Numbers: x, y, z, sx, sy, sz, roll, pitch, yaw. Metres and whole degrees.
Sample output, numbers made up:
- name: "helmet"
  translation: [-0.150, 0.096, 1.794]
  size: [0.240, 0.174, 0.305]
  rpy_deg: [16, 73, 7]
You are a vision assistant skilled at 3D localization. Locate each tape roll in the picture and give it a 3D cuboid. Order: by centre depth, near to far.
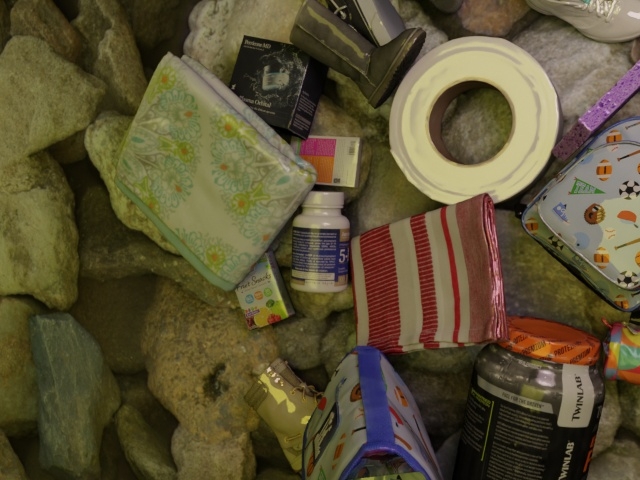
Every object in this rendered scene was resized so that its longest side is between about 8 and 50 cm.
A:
- name: "tape roll"
  translation: [0.263, -0.197, 1.133]
  size: [0.286, 0.100, 0.287]
  rpy_deg: [2, 96, 24]

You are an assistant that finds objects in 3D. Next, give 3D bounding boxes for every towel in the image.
- name: "towel"
  translation: [0.168, 0.072, 1.139]
  size: [0.329, 0.037, 0.237]
  rpy_deg: [-18, 71, 48]
- name: "towel"
  translation: [-0.224, -0.128, 1.276]
  size: [0.374, 0.090, 0.321]
  rpy_deg: [43, 123, 8]

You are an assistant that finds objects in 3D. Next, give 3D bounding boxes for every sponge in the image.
- name: "sponge"
  translation: [0.444, -0.213, 0.995]
  size: [0.210, 0.117, 0.031]
  rpy_deg: [-42, 78, -9]

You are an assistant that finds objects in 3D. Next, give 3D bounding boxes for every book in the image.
- name: "book"
  translation: [0.007, -0.156, 1.288]
  size: [0.144, 0.035, 0.096]
  rpy_deg: [7, 93, 23]

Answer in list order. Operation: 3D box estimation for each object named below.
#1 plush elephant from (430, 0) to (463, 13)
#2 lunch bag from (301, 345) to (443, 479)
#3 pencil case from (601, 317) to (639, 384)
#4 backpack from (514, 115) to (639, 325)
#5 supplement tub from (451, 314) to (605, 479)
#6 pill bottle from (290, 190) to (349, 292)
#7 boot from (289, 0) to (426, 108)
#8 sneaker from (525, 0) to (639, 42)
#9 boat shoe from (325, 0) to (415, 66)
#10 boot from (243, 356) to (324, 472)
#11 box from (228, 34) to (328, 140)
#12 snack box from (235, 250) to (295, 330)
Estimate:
- name: "plush elephant"
  translation: [0.251, -0.589, 1.044]
  size: [0.271, 0.256, 0.330]
  rpy_deg: [35, 152, -21]
- name: "lunch bag"
  translation: [0.090, 0.405, 1.070]
  size: [0.238, 0.328, 0.386]
  rpy_deg: [-6, 108, 1]
- name: "pencil case"
  translation: [0.559, 0.188, 1.032]
  size: [0.236, 0.104, 0.105]
  rpy_deg: [8, 97, 22]
- name: "backpack"
  translation: [0.470, -0.052, 1.002]
  size: [0.276, 0.213, 0.263]
  rpy_deg: [45, 99, 18]
- name: "supplement tub"
  translation: [0.338, 0.307, 1.079]
  size: [0.207, 0.207, 0.338]
  rpy_deg: [12, 100, 23]
- name: "pill bottle"
  translation: [0.000, 0.000, 1.259]
  size: [0.111, 0.112, 0.187]
  rpy_deg: [5, 96, 24]
- name: "boot"
  translation: [0.057, -0.345, 1.124]
  size: [0.208, 0.076, 0.190]
  rpy_deg: [47, 138, 6]
- name: "sneaker"
  translation: [0.420, -0.377, 1.051]
  size: [0.212, 0.094, 0.080]
  rpy_deg: [25, 102, 20]
- name: "boat shoe"
  translation: [0.058, -0.421, 1.201]
  size: [0.105, 0.113, 0.306]
  rpy_deg: [-35, 86, 31]
- name: "boot"
  translation: [-0.018, 0.304, 1.304]
  size: [0.262, 0.095, 0.203]
  rpy_deg: [-46, 74, 23]
- name: "box"
  translation: [-0.087, -0.295, 1.276]
  size: [0.155, 0.093, 0.158]
  rpy_deg: [17, 92, 22]
- name: "snack box"
  translation: [-0.123, 0.104, 1.362]
  size: [0.100, 0.037, 0.141]
  rpy_deg: [-22, 85, 23]
